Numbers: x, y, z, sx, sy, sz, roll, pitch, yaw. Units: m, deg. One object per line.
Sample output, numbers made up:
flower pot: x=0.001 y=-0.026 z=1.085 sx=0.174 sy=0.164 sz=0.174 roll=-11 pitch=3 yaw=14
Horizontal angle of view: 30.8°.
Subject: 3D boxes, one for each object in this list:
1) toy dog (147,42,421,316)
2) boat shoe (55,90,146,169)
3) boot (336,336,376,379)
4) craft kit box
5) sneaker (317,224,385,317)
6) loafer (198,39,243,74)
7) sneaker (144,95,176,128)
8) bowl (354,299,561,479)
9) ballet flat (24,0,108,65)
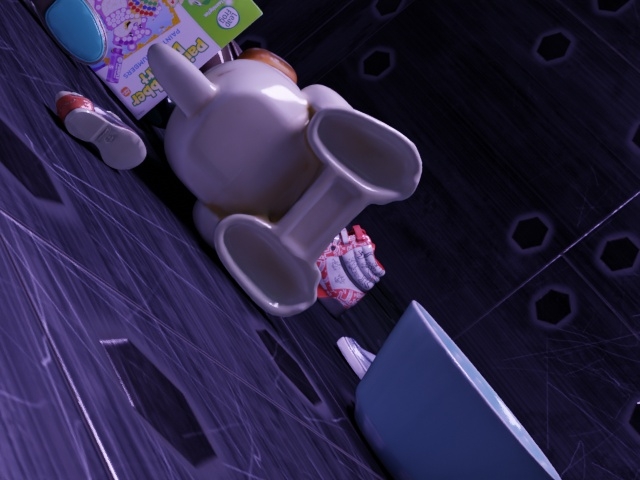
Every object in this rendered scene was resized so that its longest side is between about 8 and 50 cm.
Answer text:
toy dog: x=-0.101 y=-0.125 z=1.626 sx=0.395 sy=0.284 sz=0.408 roll=31 pitch=9 yaw=-16
boat shoe: x=-0.242 y=-0.121 z=1.285 sx=0.043 sy=0.049 sz=0.137 roll=51 pitch=8 yaw=33
boot: x=0.114 y=0.212 z=1.879 sx=0.190 sy=0.086 sz=0.069 roll=50 pitch=4 yaw=-9
craft kit box: x=-0.257 y=-0.349 z=1.701 sx=0.246 sy=0.250 sz=0.061 roll=48 pitch=5 yaw=-23
sneaker: x=0.000 y=0.000 z=2.103 sx=0.270 sy=0.145 sz=0.090 roll=49 pitch=5 yaw=-17
loafer: x=-0.241 y=-0.380 z=2.113 sx=0.366 sy=0.134 sz=0.130 roll=61 pitch=4 yaw=11
sneaker: x=-0.251 y=-0.257 z=1.863 sx=0.098 sy=0.083 sz=0.224 roll=-4 pitch=41 yaw=-32
bowl: x=0.160 y=0.248 z=1.541 sx=0.311 sy=0.163 sz=0.311 roll=51 pitch=4 yaw=-4
ballet flat: x=-0.369 y=-0.333 z=1.601 sx=0.213 sy=0.072 sz=0.068 roll=49 pitch=0 yaw=-14
